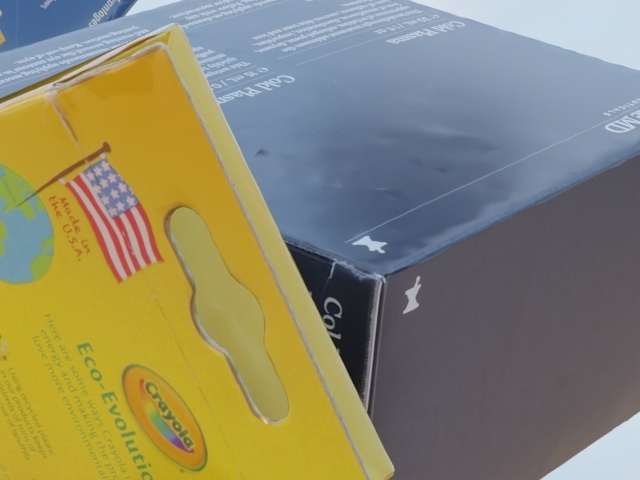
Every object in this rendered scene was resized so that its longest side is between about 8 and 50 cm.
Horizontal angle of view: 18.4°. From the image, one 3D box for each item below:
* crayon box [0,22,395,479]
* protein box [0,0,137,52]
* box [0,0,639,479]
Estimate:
[{"bbox_3d":[-0.108,0.043,0.800,0.318,0.202,0.081,-16,13,41],"label":"crayon box"},{"bbox_3d":[-0.273,-0.198,1.555,0.201,0.200,0.136,42,-20,-14],"label":"protein box"},{"bbox_3d":[0.000,0.000,1.062,0.312,0.179,0.343,21,29,34],"label":"box"}]
